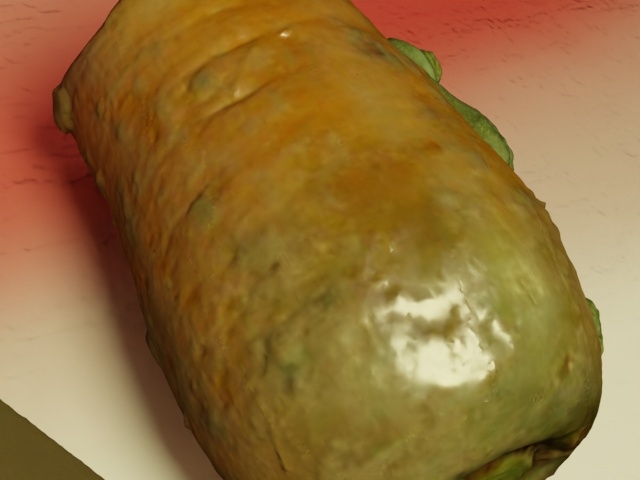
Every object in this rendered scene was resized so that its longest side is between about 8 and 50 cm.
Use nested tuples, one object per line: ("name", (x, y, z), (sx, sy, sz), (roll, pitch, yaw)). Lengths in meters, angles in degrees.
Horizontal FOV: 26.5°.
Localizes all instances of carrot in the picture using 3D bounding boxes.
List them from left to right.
("carrot", (0.000, 0.000, 0.746), (0.224, 0.224, 0.340), (-9, 56, -36))

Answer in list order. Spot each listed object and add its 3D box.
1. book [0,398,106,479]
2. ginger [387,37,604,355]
("book", (-0.162, 0.125, 0.575), (0.310, 0.021, 0.217), (33, 16, 19))
("ginger", (0.093, -0.028, 0.927), (0.137, 0.089, 0.290), (11, 42, -42))
